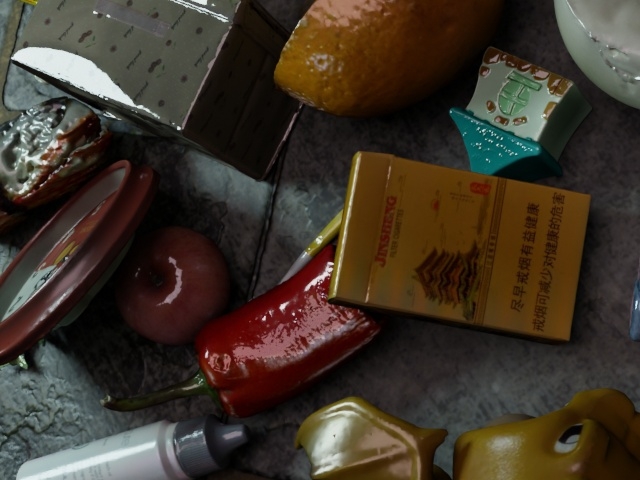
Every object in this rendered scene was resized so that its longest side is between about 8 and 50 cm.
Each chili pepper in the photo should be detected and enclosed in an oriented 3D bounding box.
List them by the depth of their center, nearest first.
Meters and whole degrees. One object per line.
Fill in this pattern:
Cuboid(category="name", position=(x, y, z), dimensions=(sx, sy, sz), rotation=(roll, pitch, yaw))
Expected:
Cuboid(category="chili pepper", position=(-0.083, 0.144, 1.852), dimensions=(0.338, 0.131, 0.134), rotation=(-33, 91, 9))

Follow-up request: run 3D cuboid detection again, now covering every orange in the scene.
Cuboid(category="orange", position=(0.094, -0.291, 1.815), dimensions=(0.274, 0.274, 0.310), rotation=(10, 87, 26))

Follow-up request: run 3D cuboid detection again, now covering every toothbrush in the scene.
Cuboid(category="toothbrush", position=(0.000, 0.000, 1.910), dimensions=(0.288, 0.024, 0.021), rotation=(-46, 62, 7))

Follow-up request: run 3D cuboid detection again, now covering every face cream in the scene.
Cuboid(category="face cream", position=(-0.227, 0.278, 1.903), dimensions=(0.311, 0.092, 0.092), rotation=(-19, 70, 20))

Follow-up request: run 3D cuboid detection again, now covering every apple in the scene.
Cuboid(category="apple", position=(-0.187, 0.056, 1.927), dimensions=(0.153, 0.120, 0.153), rotation=(-6, 75, 21))

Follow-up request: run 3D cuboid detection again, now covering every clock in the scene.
Cuboid(category="clock", position=(-0.311, 0.031, 1.921), dimensions=(0.318, 0.080, 0.318), rotation=(-41, 19, 18))

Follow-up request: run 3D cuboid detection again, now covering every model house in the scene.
Cuboid(category="model house", position=(0.227, -0.131, 1.802), dimensions=(0.127, 0.100, 0.149), rotation=(27, 91, 28))

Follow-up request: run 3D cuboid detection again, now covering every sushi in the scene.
Cuboid(category="sushi", position=(-0.411, -0.092, 2.050), dimensions=(0.332, 0.124, 0.130), rotation=(-31, 76, 20))

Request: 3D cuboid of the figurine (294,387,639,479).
Cuboid(category="figurine", position=(0.176, 0.347, 1.611), dimensions=(0.387, 0.268, 0.401), rotation=(-30, 55, 29))

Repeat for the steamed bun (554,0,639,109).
Cuboid(category="steamed bun", position=(0.419, -0.289, 1.694), dimensions=(0.324, 0.206, 0.324), rotation=(-7, 71, 22))

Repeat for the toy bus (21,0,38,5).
Cuboid(category="toy bus", position=(-0.371, -0.497, 2.135), dimensions=(0.144, 0.152, 0.330), rotation=(20, 86, 28))

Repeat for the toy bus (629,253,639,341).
Cuboid(category="toy bus", position=(0.431, -0.017, 1.582), dimensions=(0.197, 0.294, 0.231), rotation=(6, 67, 11))

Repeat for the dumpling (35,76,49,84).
Cuboid(category="dumpling", position=(-0.381, -0.256, 2.143), dimensions=(0.076, 0.057, 0.052), rotation=(-125, 39, -50))

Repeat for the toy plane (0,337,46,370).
Cuboid(category="toy plane", position=(-0.408, 0.119, 2.054), dimensions=(0.102, 0.040, 0.111), rotation=(-1, 76, 22))

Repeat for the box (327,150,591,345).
Cuboid(category="box", position=(0.157, 0.009, 1.742), dimensions=(0.274, 0.076, 0.174), rotation=(10, 81, -3))

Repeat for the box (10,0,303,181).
Cuboid(category="box", position=(-0.196, -0.232, 1.946), dimensions=(0.297, 0.225, 0.190), rotation=(26, 88, 29))
